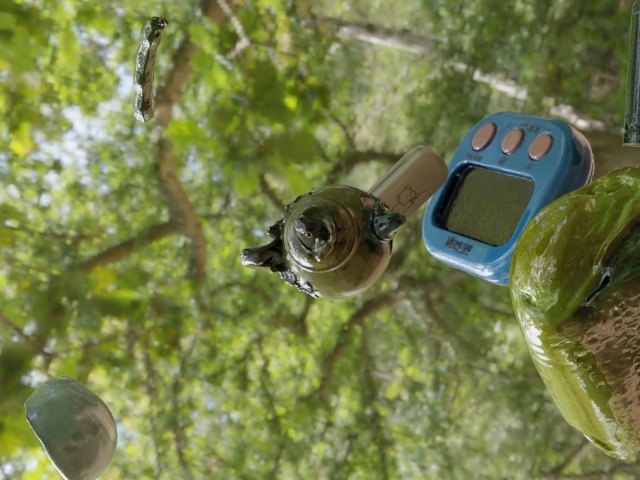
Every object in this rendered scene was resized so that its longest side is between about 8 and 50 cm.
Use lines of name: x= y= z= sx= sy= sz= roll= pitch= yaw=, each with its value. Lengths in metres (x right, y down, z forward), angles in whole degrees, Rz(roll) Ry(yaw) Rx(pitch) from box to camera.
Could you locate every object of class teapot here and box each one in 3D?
teapot: x=0.000 y=0.000 z=1.676 sx=0.182 sy=0.269 sz=0.173 roll=29 pitch=-128 yaw=-70

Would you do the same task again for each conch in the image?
conch: x=-0.419 y=0.314 z=1.907 sx=0.121 sy=0.185 sz=0.221 roll=-54 pitch=35 yaw=10

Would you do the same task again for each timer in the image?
timer: x=0.338 y=-0.078 z=2.073 sx=0.309 sy=0.115 sz=0.340 roll=-62 pitch=28 yaw=-3

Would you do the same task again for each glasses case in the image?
glasses case: x=0.138 y=-0.081 z=2.002 sx=0.196 sy=0.083 sz=0.050 roll=-45 pitch=31 yaw=-1

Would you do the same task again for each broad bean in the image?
broad bean: x=-0.301 y=-0.300 z=1.987 sx=0.052 sy=0.052 sz=0.256 roll=-53 pitch=-11 yaw=-40

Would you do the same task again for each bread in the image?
bread: x=0.356 y=0.078 z=1.328 sx=0.376 sy=0.251 sz=0.208 roll=53 pitch=-169 yaw=-50

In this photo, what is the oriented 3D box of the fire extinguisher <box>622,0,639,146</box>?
fire extinguisher: x=0.552 y=-0.309 z=1.883 sx=0.095 sy=0.114 sz=0.311 roll=-3 pitch=-82 yaw=-83
